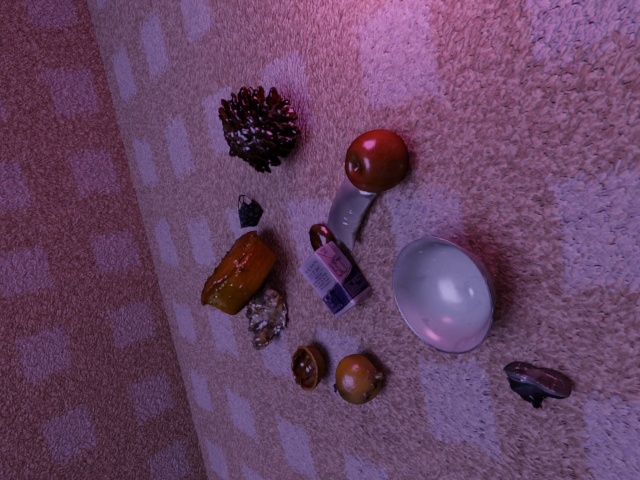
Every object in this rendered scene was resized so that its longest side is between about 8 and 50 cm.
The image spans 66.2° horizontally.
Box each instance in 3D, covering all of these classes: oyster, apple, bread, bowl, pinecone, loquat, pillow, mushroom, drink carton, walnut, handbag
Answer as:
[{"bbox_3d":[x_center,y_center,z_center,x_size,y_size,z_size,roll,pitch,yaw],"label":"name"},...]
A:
[{"bbox_3d":[-0.249,0.307,2.132,0.238,0.115,0.351,53,139,23],"label":"oyster"},{"bbox_3d":[0.155,-0.221,1.378,0.181,0.168,0.181,33,133,45],"label":"apple"},{"bbox_3d":[-0.333,0.143,2.001,0.204,0.337,0.358,40,129,-6],"label":"bread"},{"bbox_3d":[0.351,0.128,1.288,0.313,0.146,0.313,23,120,46],"label":"bowl"},{"bbox_3d":[-0.209,-0.395,1.693,0.296,0.242,0.298,-25,115,38],"label":"pinecone"},{"bbox_3d":[0.134,0.480,1.700,0.205,0.149,0.172,-16,90,38],"label":"loquat"},{"bbox_3d":[0.096,-0.095,1.570,0.144,0.078,0.254,47,136,28],"label":"pillow"},{"bbox_3d":[0.000,0.000,1.752,0.123,0.052,0.123,22,121,42],"label":"mushroom"},{"bbox_3d":[0.046,0.131,1.671,0.222,0.102,0.134,51,141,6],"label":"drink carton"},{"bbox_3d":[-0.035,0.502,1.966,0.167,0.087,0.211,54,138,32],"label":"walnut"},{"bbox_3d":[-0.318,-0.134,2.080,0.139,0.072,0.115,58,142,25],"label":"handbag"}]

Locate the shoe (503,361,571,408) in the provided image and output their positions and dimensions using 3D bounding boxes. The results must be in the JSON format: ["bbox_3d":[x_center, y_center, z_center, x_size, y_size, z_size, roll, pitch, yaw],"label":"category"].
[{"bbox_3d":[0.537,0.370,1.219,0.169,0.071,0.099,12,116,53],"label":"shoe"}]
